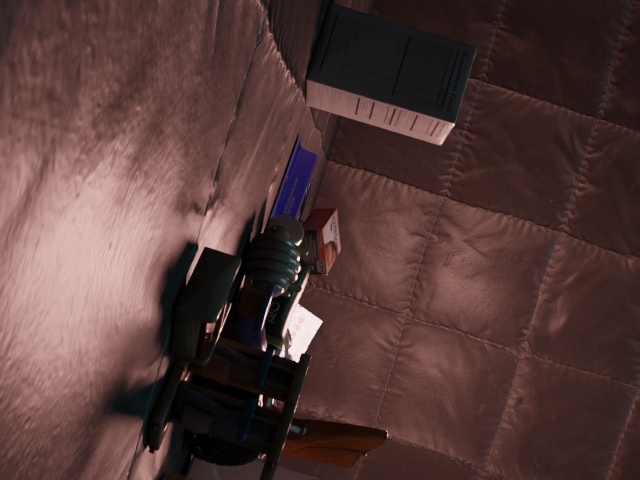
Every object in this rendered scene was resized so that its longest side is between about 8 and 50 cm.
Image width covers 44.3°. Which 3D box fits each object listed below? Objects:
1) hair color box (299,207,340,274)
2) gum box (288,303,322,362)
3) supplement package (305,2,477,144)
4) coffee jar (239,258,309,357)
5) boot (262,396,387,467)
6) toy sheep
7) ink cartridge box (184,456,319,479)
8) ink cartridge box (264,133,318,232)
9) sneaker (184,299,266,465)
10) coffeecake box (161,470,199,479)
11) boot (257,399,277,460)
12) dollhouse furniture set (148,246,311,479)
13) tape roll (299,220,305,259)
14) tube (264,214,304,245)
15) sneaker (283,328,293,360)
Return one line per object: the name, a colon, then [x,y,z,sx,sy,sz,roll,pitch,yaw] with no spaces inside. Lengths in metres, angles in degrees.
hair color box: [0.000,0.000,1.560,0.167,0.053,0.093,-55,141,-69]
gum box: [-0.080,0.186,1.455,0.157,0.041,0.184,-59,152,-8]
supplement package: [0.110,-0.266,1.283,0.134,0.244,0.139,100,8,-82]
coffee jar: [-0.085,0.109,1.177,0.079,0.096,0.184,99,7,-62]
boot: [-0.025,0.306,1.258,0.264,0.280,0.096,121,-22,-48]
toy sheep: [-0.068,0.038,1.124,0.091,0.091,0.132,106,-8,-62]
ink cartridge box: [-0.138,0.478,1.323,0.353,0.207,0.119,108,2,-54]
ink cartridge box: [-0.057,-0.057,1.442,0.208,0.045,0.206,102,6,-68]
sneaker: [-0.113,0.197,1.069,0.124,0.107,0.283,-80,-175,-46]
coffeecake box: [-0.127,0.386,0.973,0.068,0.185,0.142,-71,178,-69]
boot: [-0.211,0.591,1.784,0.445,0.146,0.367,-79,-174,-52]
dollhouse furniture set: [-0.080,0.128,0.750,0.184,0.129,0.129,108,0,-49]
tape roll: [-0.100,0.141,1.685,0.392,0.072,0.392,18,90,-89]
tube: [-0.087,0.053,1.318,0.070,0.062,0.240,-21,152,-35]
sneaker: [-0.115,0.192,1.292,0.128,0.087,0.221,-39,133,-26]
